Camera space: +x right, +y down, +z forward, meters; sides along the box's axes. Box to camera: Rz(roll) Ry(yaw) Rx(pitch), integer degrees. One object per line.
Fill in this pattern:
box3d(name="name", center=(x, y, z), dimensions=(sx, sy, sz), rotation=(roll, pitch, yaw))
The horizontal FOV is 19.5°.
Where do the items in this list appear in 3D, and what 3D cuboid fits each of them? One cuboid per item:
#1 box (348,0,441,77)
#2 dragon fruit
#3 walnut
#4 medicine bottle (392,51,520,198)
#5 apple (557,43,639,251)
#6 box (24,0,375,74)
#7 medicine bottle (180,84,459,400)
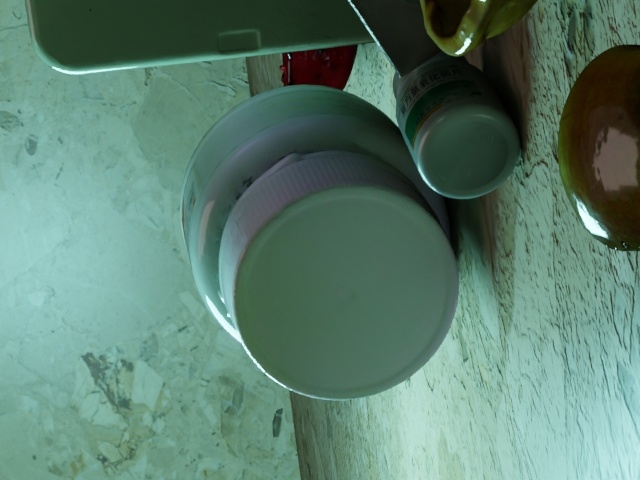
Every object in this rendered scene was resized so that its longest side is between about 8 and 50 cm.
box3d(name="box", center=(0.018, -0.257, 1.385), dimensions=(0.215, 0.086, 0.215), rotation=(59, -174, 34))
box3d(name="dragon fruit", center=(-0.010, -0.279, 2.070), dimensions=(0.282, 0.100, 0.344), rotation=(-118, 23, -76))
box3d(name="walnut", center=(0.110, -0.216, 1.159), dimensions=(0.211, 0.087, 0.167), rotation=(91, 164, -50))
box3d(name="medicine bottle", center=(0.100, -0.095, 1.430), dimensions=(0.130, 0.080, 0.080), rotation=(-109, 13, -57))
box3d(name="apple", center=(0.163, -0.045, 0.875), dimensions=(0.114, 0.099, 0.102), rotation=(133, 131, -86))
box3d(name="box", center=(-0.094, -0.293, 1.714), dimensions=(0.344, 0.351, 0.177), rotation=(-108, 11, -69))
box3d(name="medicine bottle", center=(0.000, 0.000, 1.706), dimensions=(0.302, 0.241, 0.241), rotation=(-117, 20, -70))
